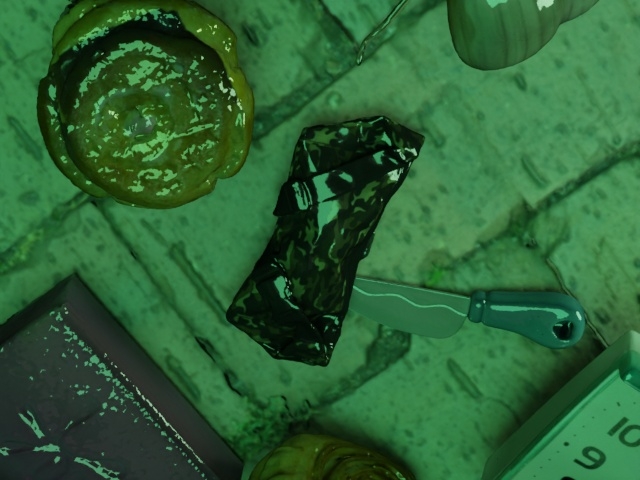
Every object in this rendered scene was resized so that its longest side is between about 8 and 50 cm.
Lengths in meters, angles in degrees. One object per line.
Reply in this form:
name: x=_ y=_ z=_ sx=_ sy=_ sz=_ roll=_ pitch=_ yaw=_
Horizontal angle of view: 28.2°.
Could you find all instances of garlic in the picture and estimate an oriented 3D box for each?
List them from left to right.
garlic: x=0.092 y=-0.229 z=0.961 sx=0.257 sy=0.207 sz=0.207 roll=-15 pitch=112 yaw=35

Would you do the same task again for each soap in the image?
soap: x=-0.218 y=0.184 z=1.188 sx=0.181 sy=0.081 sz=0.259 roll=-33 pitch=106 yaw=15

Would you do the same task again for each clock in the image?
clock: x=0.305 y=0.208 z=1.121 sx=0.262 sy=0.116 sz=0.231 roll=29 pitch=125 yaw=-9

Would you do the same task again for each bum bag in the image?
bum bag: x=-0.001 y=0.000 z=1.107 sx=0.102 sy=0.069 sz=0.248 roll=23 pitch=107 yaw=0

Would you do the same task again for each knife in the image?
knife: x=0.115 y=0.064 z=1.151 sx=0.244 sy=0.032 sz=0.058 roll=5 pitch=120 yaw=6

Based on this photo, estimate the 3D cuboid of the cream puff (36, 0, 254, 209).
cream puff: x=-0.145 y=-0.120 z=1.036 sx=0.189 sy=0.129 sz=0.189 roll=-4 pitch=115 yaw=-8

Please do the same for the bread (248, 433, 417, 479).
bread: x=0.009 y=0.293 z=1.142 sx=0.198 sy=0.236 sz=0.120 roll=24 pitch=138 yaw=-27
